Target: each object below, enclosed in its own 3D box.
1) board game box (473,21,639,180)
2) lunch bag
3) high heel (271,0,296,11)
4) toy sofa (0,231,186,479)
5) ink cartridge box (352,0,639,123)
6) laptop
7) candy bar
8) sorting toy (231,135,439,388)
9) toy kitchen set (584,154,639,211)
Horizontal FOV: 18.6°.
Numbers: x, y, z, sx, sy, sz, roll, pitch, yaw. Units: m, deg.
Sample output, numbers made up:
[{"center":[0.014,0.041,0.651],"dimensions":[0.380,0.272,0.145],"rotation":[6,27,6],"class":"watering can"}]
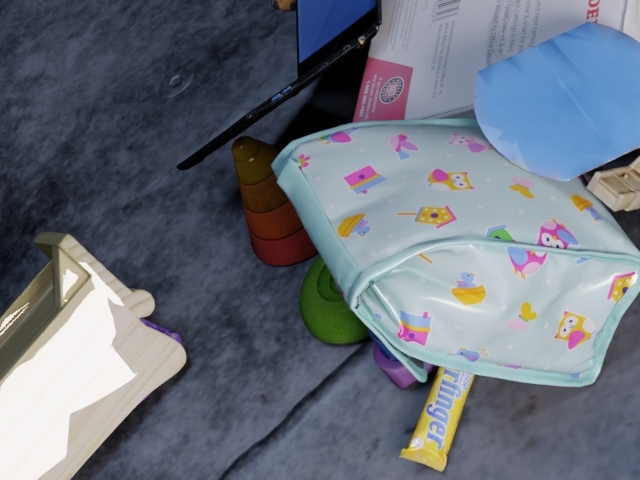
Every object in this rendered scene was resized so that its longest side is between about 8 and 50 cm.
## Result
[{"center":[0.214,-0.109,1.650],"dimensions":[0.168,0.033,0.133],"rotation":[-25,60,-13],"class":"board game box"},{"center":[0.103,0.002,1.632],"dimensions":[0.223,0.262,0.160],"rotation":[-118,39,-50],"class":"lunch bag"},{"center":[0.075,-0.283,2.065],"dimensions":[0.261,0.093,0.186],"rotation":[-27,35,4],"class":"high heel"},{"center":[-0.313,0.175,1.931],"dimensions":[0.362,0.177,0.150],"rotation":[-50,15,-12],"class":"toy sofa"},{"center":[0.188,-0.168,1.845],"dimensions":[0.283,0.117,0.207],"rotation":[-13,46,31],"class":"ink cartridge box"},{"center":[-0.045,-0.214,1.955],"dimensions":[0.264,0.136,0.234],"rotation":[-36,3,-22],"class":"laptop"},{"center":[0.113,0.126,1.697],"dimensions":[0.040,0.018,0.161],"rotation":[14,62,17],"class":"candy bar"},{"center":[0.000,0.000,1.834],"dimensions":[0.127,0.126,0.365],"rotation":[-40,38,0],"class":"sorting toy"},{"center":[0.261,-0.076,1.642],"dimensions":[0.068,0.083,0.075],"rotation":[43,121,26],"class":"toy kitchen set"}]
